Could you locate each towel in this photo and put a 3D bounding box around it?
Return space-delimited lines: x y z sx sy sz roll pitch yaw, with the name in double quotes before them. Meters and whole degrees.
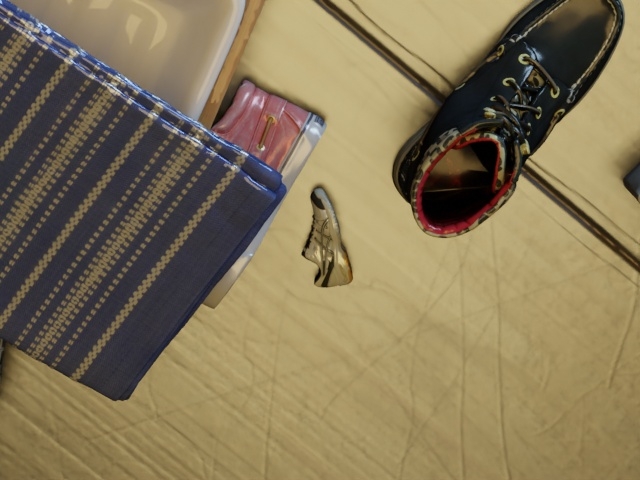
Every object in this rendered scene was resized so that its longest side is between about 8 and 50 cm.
"towel" -0.222 -0.044 1.452 0.336 0.040 0.243 33 113 -12

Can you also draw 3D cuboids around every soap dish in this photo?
"soap dish" -0.212 -0.160 1.508 0.291 0.118 0.229 24 100 -4

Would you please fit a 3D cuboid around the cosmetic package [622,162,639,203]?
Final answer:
"cosmetic package" 0.368 -0.078 1.529 0.238 0.107 0.127 -42 98 11

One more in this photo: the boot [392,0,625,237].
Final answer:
"boot" 0.151 -0.098 1.485 0.085 0.178 0.236 44 99 -7

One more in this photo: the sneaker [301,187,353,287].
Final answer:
"sneaker" 0.000 0.000 1.581 0.037 0.032 0.083 -14 100 3

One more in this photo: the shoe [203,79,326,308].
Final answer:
"shoe" -0.072 -0.038 1.562 0.081 0.063 0.178 30 95 -4

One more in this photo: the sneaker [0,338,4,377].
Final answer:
"sneaker" -0.284 0.071 1.576 0.084 0.083 0.215 20 120 13
